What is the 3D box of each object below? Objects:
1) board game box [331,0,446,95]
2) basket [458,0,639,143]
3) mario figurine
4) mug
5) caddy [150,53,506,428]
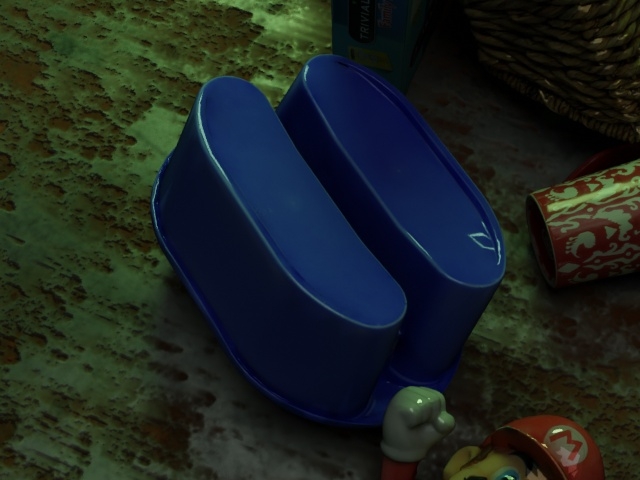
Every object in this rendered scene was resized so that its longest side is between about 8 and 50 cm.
[{"bbox_3d":[0.088,-0.323,1.054,0.079,0.336,0.254,20,65,10],"label":"board game box"},{"bbox_3d":[0.291,-0.262,1.137,0.299,0.223,0.213,-47,29,-24],"label":"basket"},{"bbox_3d":[0.083,0.243,0.859,0.320,0.170,0.198,-36,109,-8],"label":"mario figurine"},{"bbox_3d":[0.282,-0.022,1.047,0.169,0.150,0.113,-15,101,-1],"label":"mug"},{"bbox_3d":[0.000,0.000,0.991,0.241,0.179,0.341,-17,62,-34],"label":"caddy"}]
